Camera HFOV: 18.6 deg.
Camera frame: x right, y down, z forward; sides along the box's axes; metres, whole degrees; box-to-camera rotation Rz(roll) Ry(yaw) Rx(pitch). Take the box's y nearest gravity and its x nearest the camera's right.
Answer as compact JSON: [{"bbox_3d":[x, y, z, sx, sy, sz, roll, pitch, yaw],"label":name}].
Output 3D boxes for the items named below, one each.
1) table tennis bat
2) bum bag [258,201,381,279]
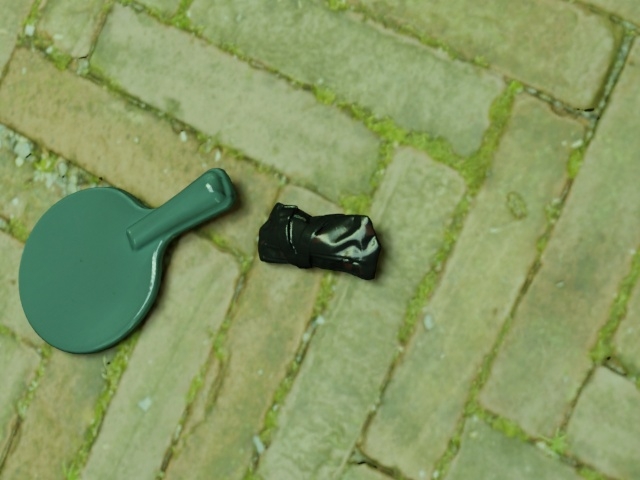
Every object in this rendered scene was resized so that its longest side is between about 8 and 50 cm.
[{"bbox_3d":[-0.178,0.006,1.772,0.244,0.040,0.153,-31,66,22],"label":"table tennis bat"},{"bbox_3d":[-0.001,0.000,1.682,0.124,0.034,0.058,7,94,29],"label":"bum bag"}]
